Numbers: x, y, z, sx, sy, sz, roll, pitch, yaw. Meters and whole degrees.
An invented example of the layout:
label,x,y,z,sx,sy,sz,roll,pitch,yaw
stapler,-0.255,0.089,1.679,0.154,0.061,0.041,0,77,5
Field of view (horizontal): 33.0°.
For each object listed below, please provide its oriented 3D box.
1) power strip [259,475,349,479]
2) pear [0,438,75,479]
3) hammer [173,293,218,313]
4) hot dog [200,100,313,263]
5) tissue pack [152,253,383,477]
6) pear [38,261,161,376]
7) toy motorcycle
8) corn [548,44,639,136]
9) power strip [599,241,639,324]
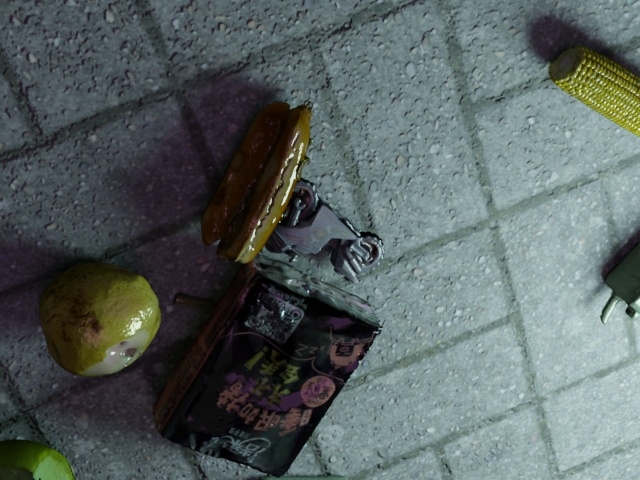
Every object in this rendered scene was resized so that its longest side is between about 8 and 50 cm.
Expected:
label,x,y,z,sx,sy,sz,roll,pitch,yaw
power strip,-0.051,0.493,1.840,0.225,0.139,0.140,4,116,-20
pear,-0.504,0.411,1.665,0.239,0.139,0.288,-6,123,2
hammer,-0.133,0.109,1.688,0.199,0.013,0.062,15,111,-24
hot dog,-0.086,-0.084,1.554,0.269,0.109,0.072,-60,157,10
tissue pack,-0.087,0.195,1.677,0.245,0.123,0.332,24,110,-21
pear,-0.313,0.111,1.546,0.178,0.178,0.178,-7,118,-14
toy motorcycle,0.000,0.000,1.636,0.215,0.080,0.122,38,99,-29
corn,0.462,-0.224,1.666,0.249,0.081,0.081,25,107,-26
power strip,0.576,0.035,1.830,0.053,0.093,0.288,35,101,-33
